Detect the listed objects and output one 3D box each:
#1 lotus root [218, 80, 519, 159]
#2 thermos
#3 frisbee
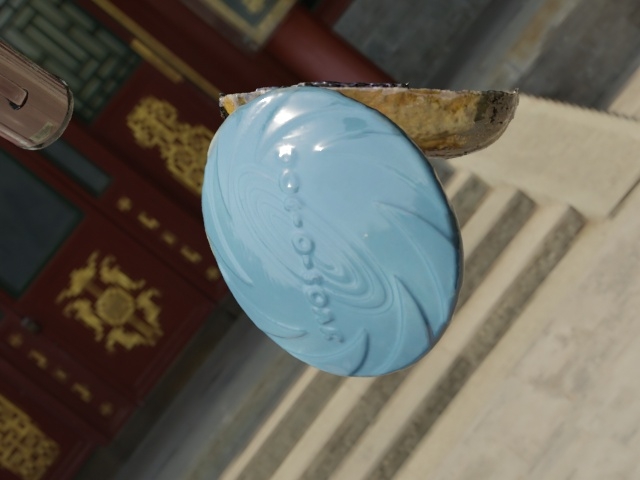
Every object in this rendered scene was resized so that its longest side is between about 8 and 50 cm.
[{"bbox_3d":[0.047,-0.124,1.434,0.167,0.329,0.078,11,-100,-75],"label":"lotus root"},{"bbox_3d":[-0.439,-0.207,1.665,0.109,0.136,0.330,-33,-26,11],"label":"thermos"},{"bbox_3d":[-0.004,0.001,1.226,0.049,0.289,0.289,-32,-10,-48],"label":"frisbee"}]
